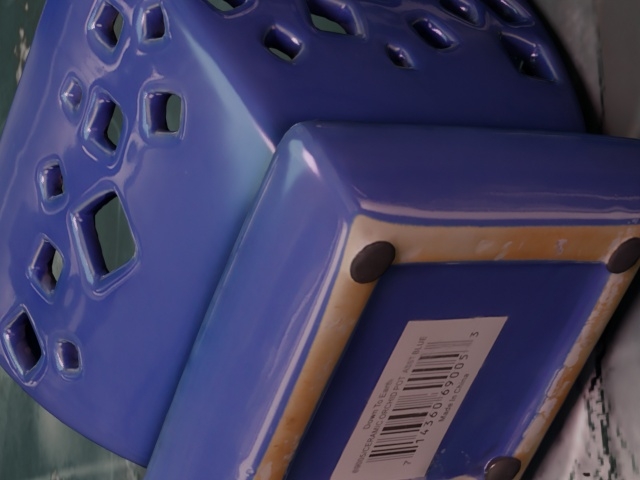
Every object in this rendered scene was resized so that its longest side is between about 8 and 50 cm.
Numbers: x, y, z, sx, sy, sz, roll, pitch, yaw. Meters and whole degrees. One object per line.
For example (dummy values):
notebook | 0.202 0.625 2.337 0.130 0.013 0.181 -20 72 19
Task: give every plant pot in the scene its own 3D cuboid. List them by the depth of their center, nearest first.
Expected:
plant pot | 0.000 0.000 0.656 0.212 0.236 0.236 50 127 40
